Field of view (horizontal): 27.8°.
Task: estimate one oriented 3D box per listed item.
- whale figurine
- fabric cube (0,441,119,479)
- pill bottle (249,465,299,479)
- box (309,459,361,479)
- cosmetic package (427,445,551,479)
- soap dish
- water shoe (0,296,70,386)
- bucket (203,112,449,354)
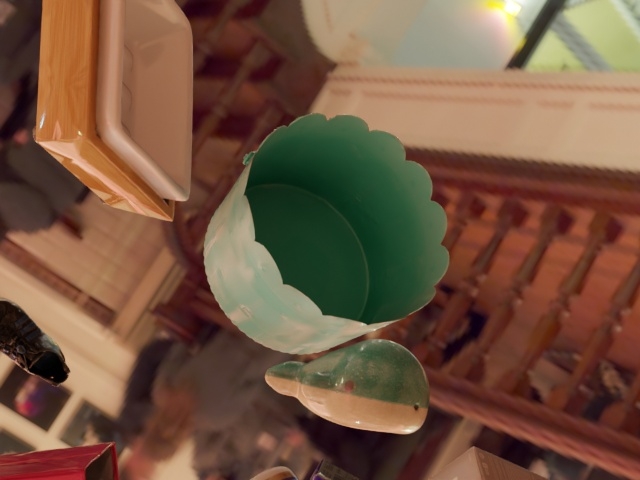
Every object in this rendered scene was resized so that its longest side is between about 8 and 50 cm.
[{"bbox_3d":[0.046,0.215,2.031,0.272,0.141,0.216,10,176,40],"label":"whale figurine"},{"bbox_3d":[-0.455,0.465,2.010,0.258,0.254,0.259,-5,180,1],"label":"fabric cube"},{"bbox_3d":[-0.037,0.525,2.186,0.264,0.153,0.153,48,175,25],"label":"pill bottle"},{"bbox_3d":[-0.005,0.335,1.493,0.072,0.137,0.126,29,180,4],"label":"box"},{"bbox_3d":[0.234,0.353,1.587,0.238,0.127,0.107,28,-147,-30],"label":"cosmetic package"},{"bbox_3d":[-0.247,-0.193,1.566,0.118,0.290,0.229,-10,155,16],"label":"soap dish"},{"bbox_3d":[-0.458,0.154,1.998,0.080,0.073,0.203,38,177,45],"label":"water shoe"},{"bbox_3d":[0.000,0.000,1.591,0.281,0.281,0.183,35,147,-12],"label":"bucket"}]
